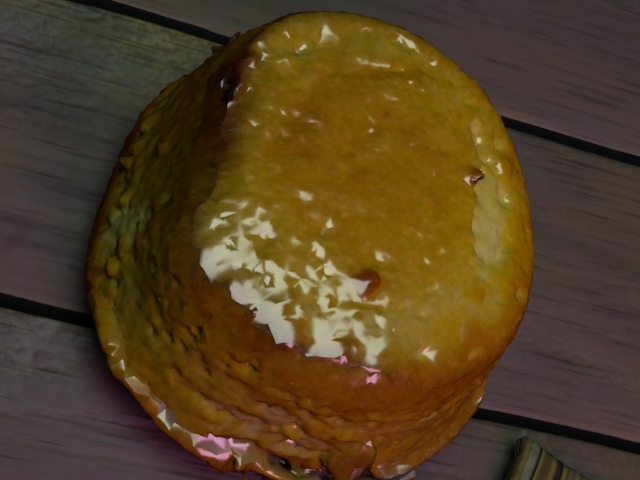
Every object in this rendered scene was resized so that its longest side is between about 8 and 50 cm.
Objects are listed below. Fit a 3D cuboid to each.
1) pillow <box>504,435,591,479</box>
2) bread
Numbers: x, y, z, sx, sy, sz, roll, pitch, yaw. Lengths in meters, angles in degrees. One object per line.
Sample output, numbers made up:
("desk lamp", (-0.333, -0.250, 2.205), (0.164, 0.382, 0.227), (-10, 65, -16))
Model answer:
("pillow", (0.228, 0.255, 1.343), (0.203, 0.038, 0.113), (32, 58, -8))
("bread", (0.000, 0.003, 1.268), (0.337, 0.204, 0.358), (16, 63, -11))
